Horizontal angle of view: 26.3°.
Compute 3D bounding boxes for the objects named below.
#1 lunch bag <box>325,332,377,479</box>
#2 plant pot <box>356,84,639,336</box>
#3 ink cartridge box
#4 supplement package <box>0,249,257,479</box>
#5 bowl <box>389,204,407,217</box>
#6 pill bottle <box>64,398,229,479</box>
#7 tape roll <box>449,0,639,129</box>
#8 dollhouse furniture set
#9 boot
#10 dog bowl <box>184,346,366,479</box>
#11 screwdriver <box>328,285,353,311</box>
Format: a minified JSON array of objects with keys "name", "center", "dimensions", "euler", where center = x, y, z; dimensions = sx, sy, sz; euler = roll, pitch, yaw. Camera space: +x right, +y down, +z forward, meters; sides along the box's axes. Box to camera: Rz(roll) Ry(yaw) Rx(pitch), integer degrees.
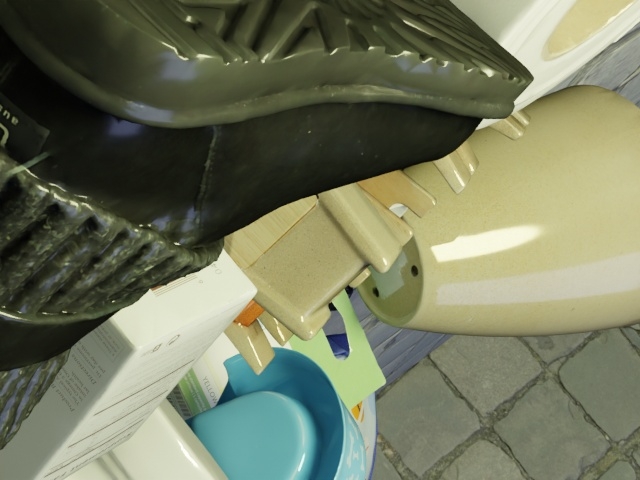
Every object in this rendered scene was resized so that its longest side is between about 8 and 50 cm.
[{"name":"lunch bag","center":[-0.078,0.286,1.599],"dimensions":[0.385,0.239,0.328],"euler":[-65,164,6]},{"name":"plant pot","center":[0.172,-0.007,1.351],"dimensions":[0.274,0.256,0.256],"euler":[-14,157,-30]},{"name":"ink cartridge box","center":[-0.034,0.119,1.261],"dimensions":[0.235,0.171,0.056],"euler":[-32,-165,-33]},{"name":"supplement package","center":[-0.140,0.056,0.810],"dimensions":[0.105,0.105,0.179],"euler":[-27,164,-49]},{"name":"bowl","center":[0.000,0.000,1.204],"dimensions":[0.142,0.053,0.142],"euler":[-45,167,28]},{"name":"pill bottle","center":[-0.241,0.246,0.966],"dimensions":[0.363,0.210,0.210],"euler":[-38,169,-6]},{"name":"tape roll","center":[0.159,-0.194,0.828],"dimensions":[0.286,0.100,0.286],"euler":[-39,169,-9]},{"name":"dollhouse furniture set","center":[0.001,-0.036,0.967],"dimensions":[0.262,0.135,0.259],"euler":[-43,180,17]},{"name":"boot","center":[-0.072,-0.023,0.634],"dimensions":[0.348,0.131,0.260],"euler":[-6,139,-53]},{"name":"dog bowl","center":[-0.096,0.200,1.100],"dimensions":[0.297,0.166,0.074],"euler":[-24,144,18]},{"name":"screwdriver","center":[0.004,0.093,1.679],"dimensions":[0.024,0.025,0.170],"euler":[-33,167,-31]}]
